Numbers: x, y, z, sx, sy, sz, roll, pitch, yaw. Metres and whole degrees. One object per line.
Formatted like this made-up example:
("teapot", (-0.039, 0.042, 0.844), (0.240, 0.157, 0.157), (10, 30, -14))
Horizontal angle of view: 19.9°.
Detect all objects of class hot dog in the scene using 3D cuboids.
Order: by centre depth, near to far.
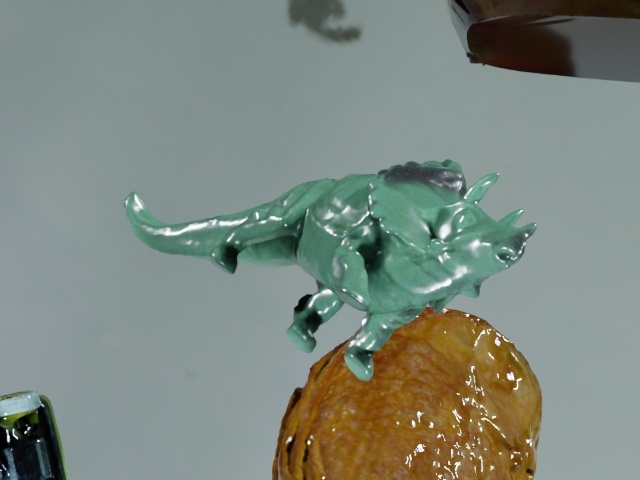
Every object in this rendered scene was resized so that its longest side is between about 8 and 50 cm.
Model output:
("hot dog", (0.063, 0.169, 1.196), (0.196, 0.122, 0.272), (48, 36, -22))

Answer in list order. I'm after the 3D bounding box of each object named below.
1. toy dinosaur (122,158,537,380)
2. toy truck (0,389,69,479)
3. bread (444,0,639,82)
("toy dinosaur", (-0.005, 0.014, 1.008), (0.079, 0.292, 0.120), (49, 46, -35))
("toy truck", (-0.245, 0.149, 1.057), (0.191, 0.116, 0.085), (-19, 98, -53))
("bread", (0.142, -0.167, 0.690), (0.224, 0.142, 0.211), (7, 74, 13))
